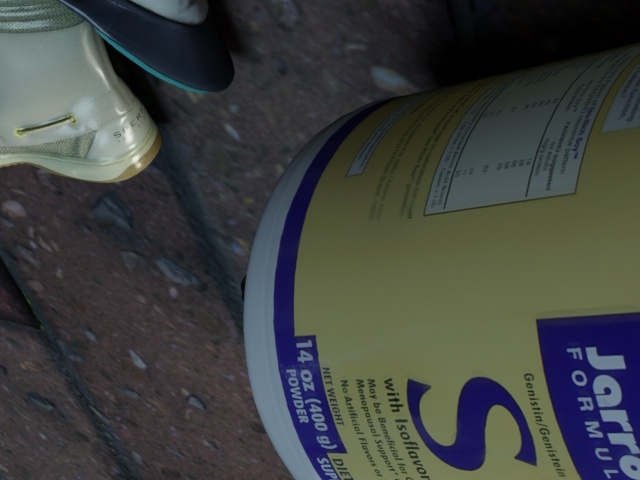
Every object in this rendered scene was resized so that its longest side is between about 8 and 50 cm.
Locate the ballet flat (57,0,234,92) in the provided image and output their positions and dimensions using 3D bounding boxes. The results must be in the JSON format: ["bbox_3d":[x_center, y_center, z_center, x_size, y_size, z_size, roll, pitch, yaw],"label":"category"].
[{"bbox_3d":[-0.118,-0.153,0.776,0.203,0.074,0.074,31,150,-23],"label":"ballet flat"}]

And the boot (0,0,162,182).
[{"bbox_3d":[-0.218,-0.122,0.905,0.213,0.077,0.165,9,141,24],"label":"boot"}]

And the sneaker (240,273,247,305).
[{"bbox_3d":[0.000,0.000,0.907,0.078,0.067,0.188,57,147,2],"label":"sneaker"}]

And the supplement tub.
[{"bbox_3d":[0.153,0.029,0.638,0.331,0.241,0.241,-8,130,46],"label":"supplement tub"}]
